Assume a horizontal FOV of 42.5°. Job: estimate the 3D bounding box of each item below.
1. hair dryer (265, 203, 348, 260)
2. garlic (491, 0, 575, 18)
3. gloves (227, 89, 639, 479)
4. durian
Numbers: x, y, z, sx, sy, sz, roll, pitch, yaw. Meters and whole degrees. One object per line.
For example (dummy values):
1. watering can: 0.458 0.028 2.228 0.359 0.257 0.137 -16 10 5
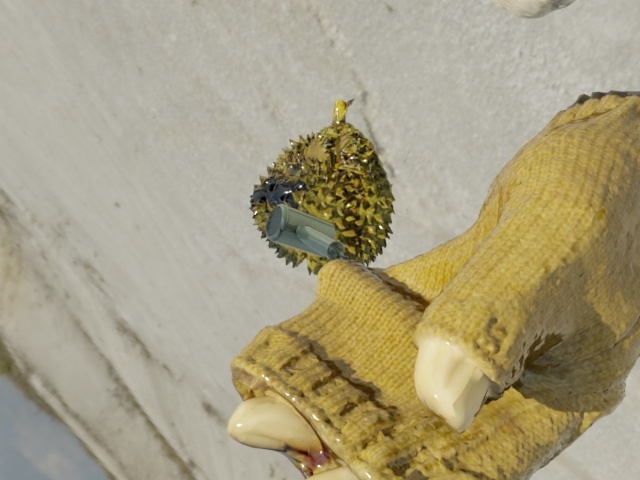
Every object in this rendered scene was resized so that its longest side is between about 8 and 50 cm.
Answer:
1. hair dryer: 0.000 0.000 0.769 0.063 0.038 0.124 19 -176 -30
2. garlic: 0.266 -0.414 1.106 0.212 0.219 0.218 9 179 -27
3. gloves: 0.106 0.045 0.493 0.155 0.356 0.203 56 160 -6
4. durian: -0.008 -0.062 1.065 0.193 0.137 0.237 23 117 51
